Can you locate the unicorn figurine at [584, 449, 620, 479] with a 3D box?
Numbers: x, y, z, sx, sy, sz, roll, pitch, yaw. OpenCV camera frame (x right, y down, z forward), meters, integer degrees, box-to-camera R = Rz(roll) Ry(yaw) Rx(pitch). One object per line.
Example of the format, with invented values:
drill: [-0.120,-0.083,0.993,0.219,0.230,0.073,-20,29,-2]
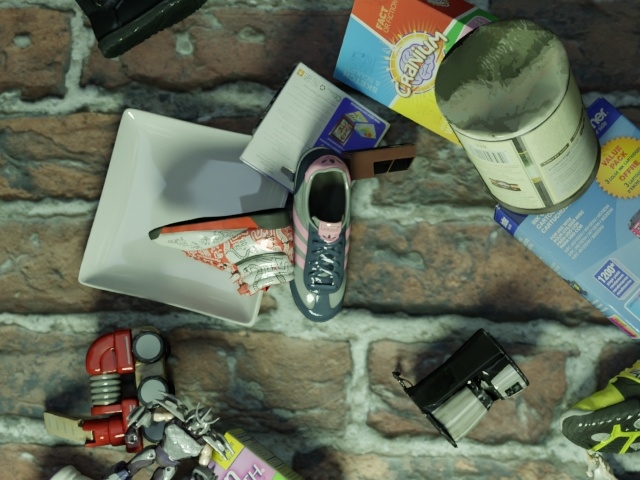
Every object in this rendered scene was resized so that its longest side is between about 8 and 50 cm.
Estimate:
unicorn figurine: [0.496,0.429,1.736,0.162,0.060,0.111,19,84,-7]

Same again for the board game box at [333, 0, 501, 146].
board game box: [0.194,-0.316,1.782,0.316,0.242,0.064,30,50,11]

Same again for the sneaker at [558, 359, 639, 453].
sneaker: [0.583,0.241,1.725,0.385,0.145,0.147,-22,50,6]

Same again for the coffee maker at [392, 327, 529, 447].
coffee maker: [0.241,0.237,1.757,0.178,0.120,0.171,-41,79,0]

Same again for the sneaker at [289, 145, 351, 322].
sneaker: [0.000,0.000,1.778,0.112,0.131,0.319,-4,102,-10]

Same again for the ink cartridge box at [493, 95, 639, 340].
ink cartridge box: [0.485,-0.054,1.753,0.395,0.151,0.270,42,89,12]

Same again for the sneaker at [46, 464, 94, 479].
sneaker: [-0.466,0.562,1.803,0.152,0.114,0.305,23,86,11]

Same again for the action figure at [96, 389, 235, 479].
action figure: [-0.267,0.370,1.699,0.185,0.099,0.285,45,109,4]

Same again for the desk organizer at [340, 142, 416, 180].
desk organizer: [0.106,-0.142,1.834,0.130,0.047,0.050,-9,101,-16]

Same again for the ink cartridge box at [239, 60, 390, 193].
ink cartridge box: [-0.013,-0.180,1.845,0.206,0.045,0.208,33,85,-14]

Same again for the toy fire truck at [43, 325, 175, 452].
toy fire truck: [-0.388,0.277,1.831,0.246,0.158,0.217,-7,82,-4]

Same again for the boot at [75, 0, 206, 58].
boot: [-0.359,-0.492,1.941,0.246,0.094,0.207,-28,84,9]

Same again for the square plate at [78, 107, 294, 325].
square plate: [-0.241,-0.046,1.891,0.347,0.049,0.344,13,85,9]

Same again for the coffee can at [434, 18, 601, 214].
coffee can: [0.314,-0.186,1.592,0.201,0.275,0.201,-10,64,21]

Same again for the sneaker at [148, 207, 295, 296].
sneaker: [-0.173,0.030,1.801,0.270,0.090,0.145,-7,98,18]

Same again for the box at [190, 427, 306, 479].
box: [-0.122,0.485,1.770,0.243,0.117,0.213,37,88,11]
